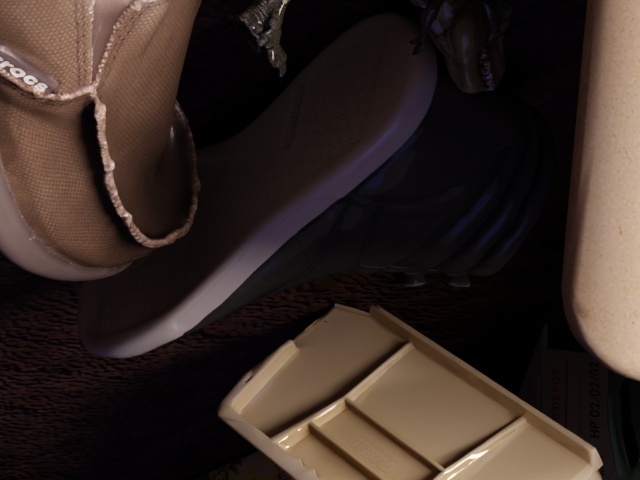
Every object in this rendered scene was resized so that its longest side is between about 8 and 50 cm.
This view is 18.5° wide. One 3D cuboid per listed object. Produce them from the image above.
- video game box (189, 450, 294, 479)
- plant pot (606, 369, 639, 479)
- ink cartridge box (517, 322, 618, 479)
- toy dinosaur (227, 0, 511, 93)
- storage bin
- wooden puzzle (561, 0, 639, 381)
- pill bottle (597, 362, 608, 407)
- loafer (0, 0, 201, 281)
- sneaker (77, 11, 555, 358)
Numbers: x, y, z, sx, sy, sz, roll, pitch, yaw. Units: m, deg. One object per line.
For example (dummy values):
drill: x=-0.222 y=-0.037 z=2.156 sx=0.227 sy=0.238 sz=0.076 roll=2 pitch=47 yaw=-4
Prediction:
video game box: x=-0.041 y=0.258 z=1.438 sx=0.187 sy=0.205 sz=0.048 roll=-26 pitch=147 yaw=33
plant pot: x=0.356 y=0.072 z=1.049 sx=0.334 sy=0.341 sz=0.341 roll=13 pitch=149 yaw=-17
ink cartridge box: x=0.164 y=0.145 z=1.340 sx=0.062 sy=0.104 sz=0.181 roll=6 pitch=146 yaw=-2
toy dinosaur: x=0.016 y=-0.130 z=0.802 sx=0.118 sy=0.064 sz=0.268 roll=-40 pitch=152 yaw=-10
storage bin: x=0.087 y=0.197 z=1.192 sx=0.123 sy=0.260 sz=0.262 roll=-39 pitch=126 yaw=-14
wooden puzzle: x=0.261 y=-0.108 z=0.707 sx=0.348 sy=0.322 sz=0.080 roll=2 pitch=-172 yaw=-13
pill bottle: x=0.271 y=0.100 z=1.297 sx=0.180 sy=0.108 sz=0.108 roll=17 pitch=146 yaw=-38
loafer: x=-0.096 y=-0.093 z=0.787 sx=0.130 sy=0.133 sz=0.366 roll=-9 pitch=154 yaw=6
sneaker: x=0.000 y=0.000 z=1.030 sx=0.147 sy=0.104 sz=0.296 roll=22 pitch=138 yaw=-36
